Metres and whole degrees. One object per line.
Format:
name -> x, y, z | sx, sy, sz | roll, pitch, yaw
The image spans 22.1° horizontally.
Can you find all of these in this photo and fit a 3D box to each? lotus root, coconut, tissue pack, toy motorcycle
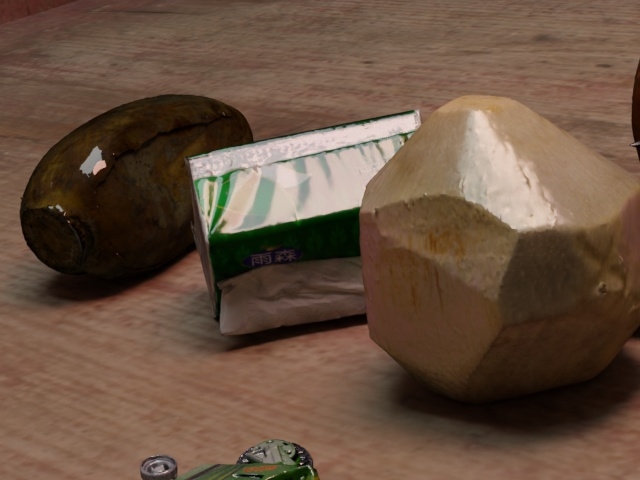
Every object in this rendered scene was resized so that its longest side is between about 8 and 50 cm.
lotus root -> -0.184, -0.057, 1.616 | 0.152, 0.160, 0.275 | 15, 29, 29
coconut -> 0.137, 0.001, 1.206 | 0.197, 0.236, 0.237 | -26, 25, -39
tissue pack -> 0.001, -0.001, 1.415 | 0.209, 0.148, 0.156 | -11, 59, -8
toy motorcycle -> -0.063, 0.182, 1.040 | 0.190, 0.074, 0.106 | -25, 33, -38

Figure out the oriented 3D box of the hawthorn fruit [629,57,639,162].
hawthorn fruit -> 0.386, -0.113, 1.384 | 0.301, 0.267, 0.268 | -16, 20, -12
